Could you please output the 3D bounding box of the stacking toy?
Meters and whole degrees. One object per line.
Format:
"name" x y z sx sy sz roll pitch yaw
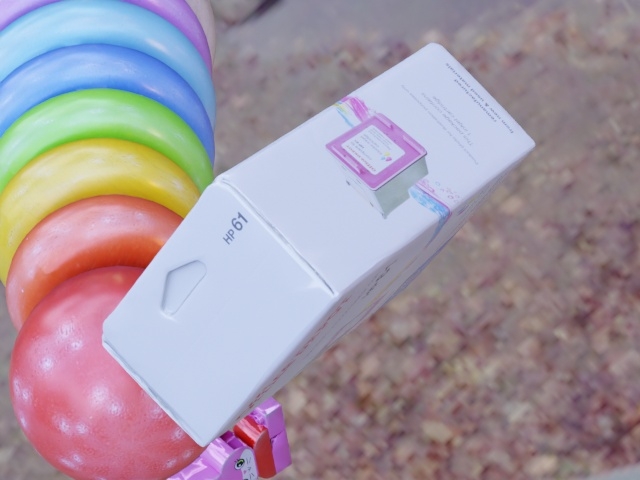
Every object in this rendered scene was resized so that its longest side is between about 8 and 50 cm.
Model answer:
"stacking toy" -0.103 -0.013 0.832 0.141 0.141 0.330 -31 36 13

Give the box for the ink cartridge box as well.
"ink cartridge box" 0.000 0.000 0.578 0.052 0.122 0.088 47 132 8

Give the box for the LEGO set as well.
"LEGO set" -0.071 0.176 1.051 0.093 0.227 0.087 -33 46 -26
